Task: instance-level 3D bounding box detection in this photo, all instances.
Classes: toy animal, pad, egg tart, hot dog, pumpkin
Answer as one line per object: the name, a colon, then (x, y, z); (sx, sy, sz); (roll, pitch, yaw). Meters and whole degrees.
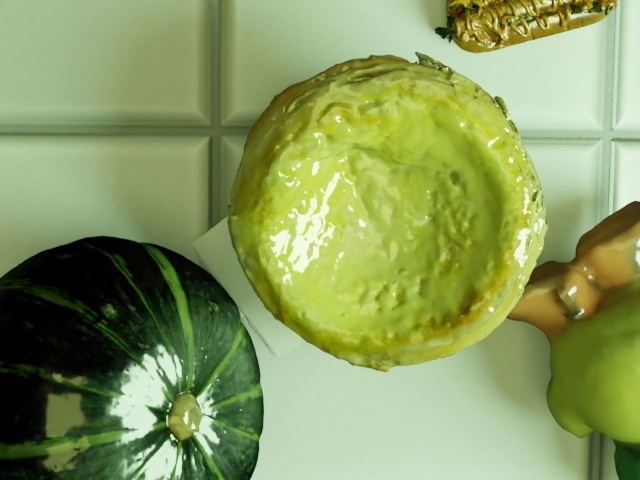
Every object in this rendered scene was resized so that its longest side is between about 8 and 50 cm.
toy animal: (0.340, 0.145, 1.500); (0.216, 0.191, 0.338); (-35, 97, 3)
pad: (0.000, 0.000, 1.552); (0.232, 0.004, 0.156); (-35, 98, 12)
egg tart: (0.064, -0.029, 1.476); (0.315, 0.120, 0.315); (2, 104, 7)
hot dog: (0.206, -0.233, 1.515); (0.188, 0.055, 0.072); (-14, 99, 0)
pumpkin: (-0.202, 0.159, 1.445); (0.323, 0.241, 0.323); (6, 80, -39)
